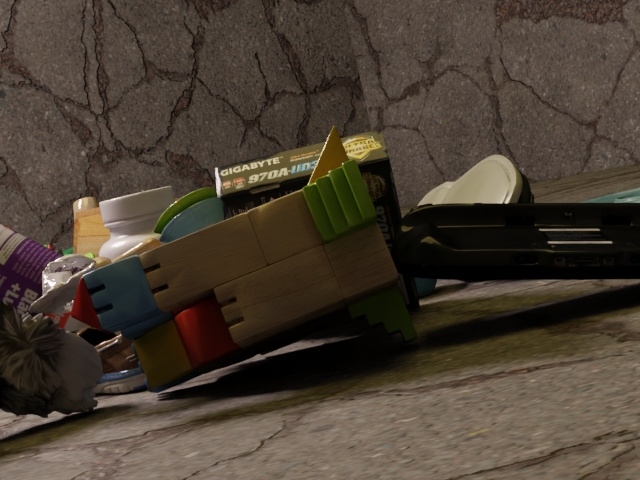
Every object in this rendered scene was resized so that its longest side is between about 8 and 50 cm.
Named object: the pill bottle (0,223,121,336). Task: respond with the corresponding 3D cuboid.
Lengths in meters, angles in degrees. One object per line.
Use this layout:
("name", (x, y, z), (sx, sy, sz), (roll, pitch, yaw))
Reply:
("pill bottle", (-0.288, 0.068, 1.583), (0.193, 0.108, 0.108), (26, 5, 1))

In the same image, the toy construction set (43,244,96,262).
("toy construction set", (-0.374, 0.092, 1.815), (0.327, 0.151, 0.215), (-13, 3, -6))

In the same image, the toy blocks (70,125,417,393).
("toy blocks", (-0.069, 0.048, 1.337), (0.261, 0.191, 0.381), (-22, -7, 0))

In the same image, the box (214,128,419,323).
("box", (0.000, 0.000, 1.537), (0.175, 0.220, 0.051), (-13, 43, 2))

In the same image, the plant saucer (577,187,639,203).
("plant saucer", (0.448, -0.047, 1.995), (0.317, 0.044, 0.317), (-12, 3, 1))

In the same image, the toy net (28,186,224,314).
("toy net", (-0.188, 0.022, 1.392), (0.232, 0.045, 0.122), (-21, -19, -42))

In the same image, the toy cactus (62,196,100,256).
("toy cactus", (-0.305, 0.031, 2.070), (0.219, 0.180, 0.112), (-9, -19, -25))

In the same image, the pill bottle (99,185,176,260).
("pill bottle", (-0.186, 0.039, 1.668), (0.112, 0.187, 0.112), (-13, 3, 1))

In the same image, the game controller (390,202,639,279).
("game controller", (0.222, 0.008, 1.316), (0.319, 0.067, 0.166), (-1, 18, 3))

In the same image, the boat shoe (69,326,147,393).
("boat shoe", (-0.226, 0.118, 1.491), (0.183, 0.066, 0.066), (-10, 3, 39))

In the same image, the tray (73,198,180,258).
("tray", (-0.095, 0.002, 1.971), (0.411, 0.076, 0.203), (7, -8, -33))

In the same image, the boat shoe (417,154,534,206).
("boat shoe", (0.195, -0.010, 1.761), (0.127, 0.113, 0.340), (-61, 10, -17))

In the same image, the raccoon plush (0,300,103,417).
("raccoon plush", (-0.455, 0.165, 1.310), (0.446, 0.216, 0.299), (21, -34, -32))

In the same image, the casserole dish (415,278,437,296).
("casserole dish", (0.053, 0.059, 1.724), (0.188, 0.037, 0.114), (-13, 2, -14))
